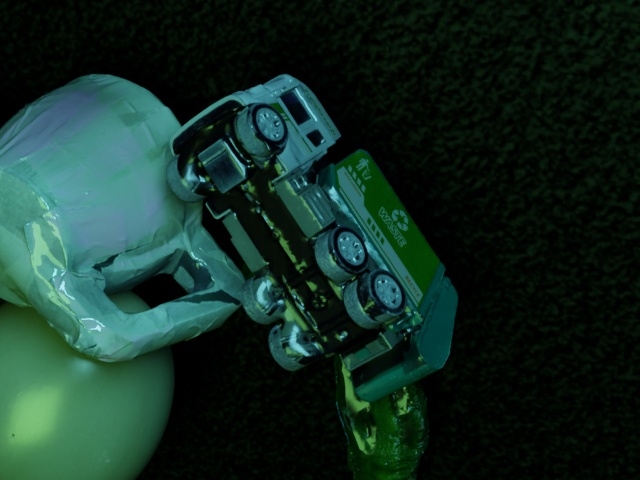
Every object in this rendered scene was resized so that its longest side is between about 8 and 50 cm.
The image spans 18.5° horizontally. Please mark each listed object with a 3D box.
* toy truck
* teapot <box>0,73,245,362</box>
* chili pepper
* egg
[{"bbox_3d":[0.000,0.000,1.468,0.114,0.124,0.253,-31,92,39],"label":"toy truck"},{"bbox_3d":[-0.188,-0.002,1.528,0.163,0.178,0.221,-15,104,41],"label":"teapot"},{"bbox_3d":[0.028,0.132,1.582,0.122,0.065,0.279,-2,117,46],"label":"chili pepper"},{"bbox_3d":[-0.218,0.132,1.640,0.186,0.186,0.242,43,125,-1],"label":"egg"}]
